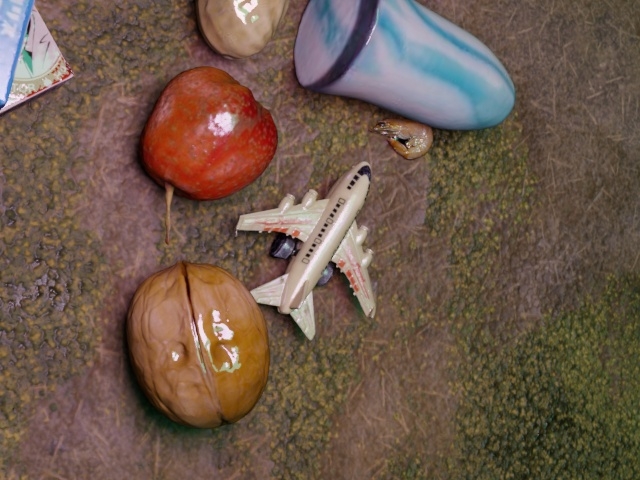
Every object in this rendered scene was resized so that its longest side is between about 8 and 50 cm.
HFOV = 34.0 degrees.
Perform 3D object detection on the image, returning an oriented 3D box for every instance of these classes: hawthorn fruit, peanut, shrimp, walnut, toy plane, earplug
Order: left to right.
[{"bbox_3d":[-0.155,-0.107,1.284,0.203,0.162,0.162,-47,109,-11],"label":"hawthorn fruit"},{"bbox_3d":[-0.145,0.124,1.255,0.167,0.167,0.207,-15,92,-30],"label":"walnut"},{"bbox_3d":[-0.105,-0.376,1.335,0.130,0.130,0.290,-7,91,-30],"label":"peanut"},{"bbox_3d":[0.000,0.000,1.386,0.229,0.092,0.244,34,70,-21],"label":"toy plane"},{"bbox_3d":[0.119,-0.146,1.506,0.108,0.023,0.059,-4,97,-30],"label":"shrimp"},{"bbox_3d":[0.146,-0.241,1.448,0.324,0.185,0.185,18,78,-32],"label":"earplug"}]

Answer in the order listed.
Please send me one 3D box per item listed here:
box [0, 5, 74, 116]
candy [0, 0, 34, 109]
[{"bbox_3d":[-0.477,-0.195,1.144,0.353,0.069,0.214,-35,103,-29],"label":"box"},{"bbox_3d":[-0.458,-0.246,1.068,0.306,0.100,0.157,18,77,-28],"label":"candy"}]
